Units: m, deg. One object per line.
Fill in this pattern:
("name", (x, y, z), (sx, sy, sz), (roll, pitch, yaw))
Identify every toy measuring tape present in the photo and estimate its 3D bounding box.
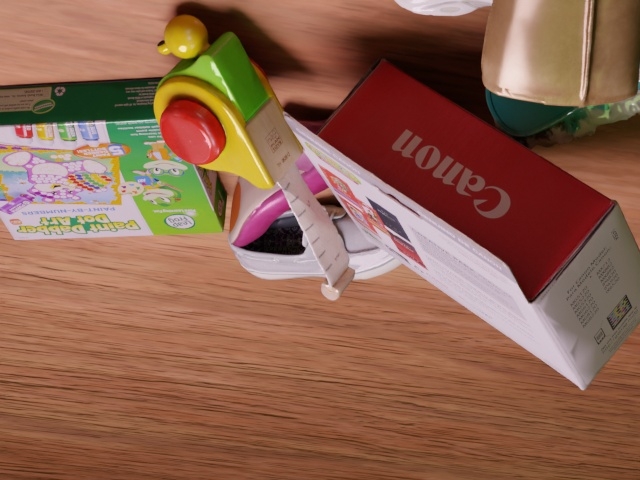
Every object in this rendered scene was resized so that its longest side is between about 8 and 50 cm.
("toy measuring tape", (-0.077, -0.079, 1.660), (0.121, 0.121, 0.330), (-13, 121, 27))

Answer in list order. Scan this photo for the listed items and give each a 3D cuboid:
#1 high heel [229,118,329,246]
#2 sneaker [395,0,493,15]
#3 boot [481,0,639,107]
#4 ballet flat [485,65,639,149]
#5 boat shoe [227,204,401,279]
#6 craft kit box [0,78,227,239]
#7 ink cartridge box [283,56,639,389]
("high heel", (-0.023, -0.056, 1.818), (0.117, 0.082, 0.244), (10, 143, -16))
("sneaker", (0.169, -0.247, 1.425), (0.232, 0.090, 0.115), (-1, 148, 5))
("boot", (0.258, -0.233, 1.344), (0.236, 0.089, 0.269), (9, 128, 9))
("ballet flat", (0.322, -0.199, 1.494), (0.147, 0.147, 0.409), (25, 147, -36))
("boat shoe", (0.000, -0.001, 1.908), (0.227, 0.079, 0.081), (-7, 155, 24))
("craft kit box", (-0.247, -0.082, 1.805), (0.250, 0.061, 0.246), (-2, 154, 9))
("ink cartridge box", (0.145, -0.032, 1.607), (0.309, 0.130, 0.272), (36, 171, 34))
